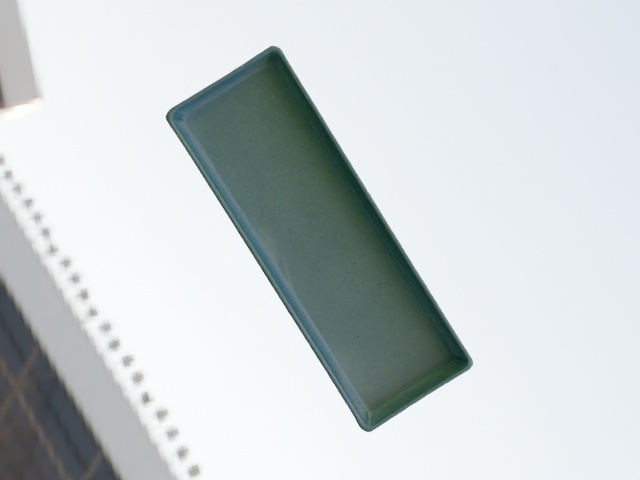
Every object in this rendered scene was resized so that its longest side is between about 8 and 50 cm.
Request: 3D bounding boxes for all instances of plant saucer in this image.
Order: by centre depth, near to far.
[{"bbox_3d":[0.000,0.000,0.780,0.192,0.067,0.018,58,-1,-8],"label":"plant saucer"}]
